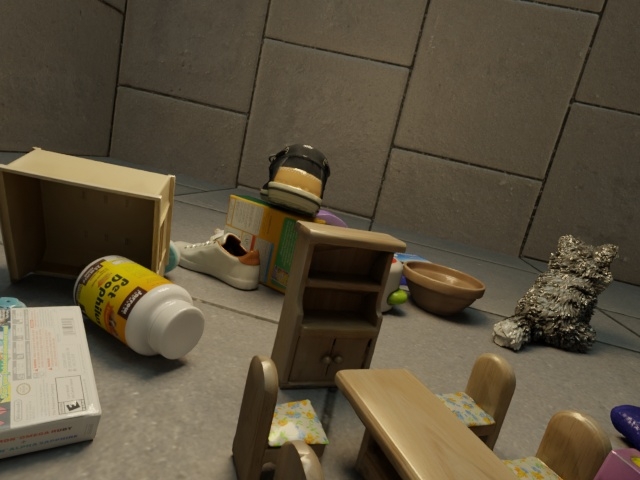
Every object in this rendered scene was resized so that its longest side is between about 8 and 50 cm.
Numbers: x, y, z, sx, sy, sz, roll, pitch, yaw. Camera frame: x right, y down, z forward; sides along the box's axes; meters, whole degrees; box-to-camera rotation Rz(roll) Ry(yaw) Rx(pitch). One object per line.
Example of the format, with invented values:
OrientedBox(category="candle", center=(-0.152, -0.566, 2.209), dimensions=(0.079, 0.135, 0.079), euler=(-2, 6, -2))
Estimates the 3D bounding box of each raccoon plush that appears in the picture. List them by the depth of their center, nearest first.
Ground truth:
OrientedBox(category="raccoon plush", center=(0.664, 0.138, 1.095), dimensions=(0.216, 0.299, 0.446), euler=(22, 15, 36))

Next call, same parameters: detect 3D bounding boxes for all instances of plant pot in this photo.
OrientedBox(category="plant pot", center=(0.348, 0.147, 1.180), dimensions=(0.237, 0.110, 0.237), euler=(13, 13, -3))

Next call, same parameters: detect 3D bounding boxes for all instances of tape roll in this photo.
OrientedBox(category="tape roll", center=(0.000, 0.000, 1.301), dimensions=(0.188, 0.189, 0.080), euler=(10, 11, -16))

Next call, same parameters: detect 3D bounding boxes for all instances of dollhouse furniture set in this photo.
OrientedBox(category="dollhouse furniture set", center=(0.085, 0.153, 0.512), dimensions=(0.362, 0.257, 0.394), euler=(7, 13, -25))

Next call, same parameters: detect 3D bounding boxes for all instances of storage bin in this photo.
OrientedBox(category="storage bin", center=(-0.436, -0.018, 0.774), dimensions=(0.262, 0.261, 0.123), euler=(10, 29, -11))

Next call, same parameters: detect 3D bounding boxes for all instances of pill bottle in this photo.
OrientedBox(category="pill bottle", center=(-0.292, 0.109, 0.653), dimensions=(0.214, 0.117, 0.117), euler=(19, 13, 29))

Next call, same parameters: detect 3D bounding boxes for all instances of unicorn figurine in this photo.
OrientedBox(category="unicorn figurine", center=(-0.317, -0.006, 1.302), dimensions=(0.111, 0.060, 0.162), euler=(16, 12, 13))

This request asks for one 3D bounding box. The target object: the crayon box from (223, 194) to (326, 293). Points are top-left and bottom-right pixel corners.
OrientedBox(category="crayon box", center=(-0.116, 0.017, 1.067), dimensions=(0.322, 0.203, 0.083), euler=(20, 13, 29))

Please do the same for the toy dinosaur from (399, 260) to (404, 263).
OrientedBox(category="toy dinosaur", center=(0.203, 0.043, 1.335), dimensions=(0.092, 0.053, 0.183), euler=(24, 14, -32))

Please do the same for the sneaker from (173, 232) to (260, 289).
OrientedBox(category="sneaker", center=(-0.274, 0.026, 1.055), dimensions=(0.290, 0.123, 0.106), euler=(16, 14, 22))

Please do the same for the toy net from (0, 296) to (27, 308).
OrientedBox(category="toy net", center=(-0.469, 0.139, 0.523), dimensions=(0.122, 0.045, 0.232), euler=(27, 16, 7))

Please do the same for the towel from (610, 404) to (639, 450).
OrientedBox(category="towel", center=(0.623, 0.364, 0.575), dimensions=(0.227, 0.076, 0.308), euler=(5, 13, -3))

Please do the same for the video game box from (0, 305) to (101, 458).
OrientedBox(category="video game box", center=(-0.369, 0.151, 0.453), dimensions=(0.187, 0.048, 0.205), euler=(9, 22, -41))

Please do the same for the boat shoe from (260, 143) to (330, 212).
OrientedBox(category="boat shoe", center=(-0.068, -0.161, 1.121), dimensions=(0.186, 0.156, 0.500), euler=(17, 0, -8))

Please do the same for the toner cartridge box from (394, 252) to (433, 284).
OrientedBox(category="toner cartridge box", center=(0.238, 0.091, 1.407), dimensions=(0.347, 0.075, 0.165), euler=(7, 15, -27))

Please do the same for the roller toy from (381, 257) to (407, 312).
OrientedBox(category="roller toy", center=(0.120, 0.095, 1.090), dimensions=(0.209, 0.146, 0.191), euler=(8, 12, -21))

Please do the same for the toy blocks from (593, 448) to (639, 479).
OrientedBox(category="toy blocks", center=(0.406, 0.247, 0.292), dimensions=(0.288, 0.309, 0.260), euler=(7, 18, -24))

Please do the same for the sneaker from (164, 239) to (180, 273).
OrientedBox(category="sneaker", center=(-0.483, -0.009, 0.989), dimensions=(0.318, 0.127, 0.208), euler=(13, 13, -5))
